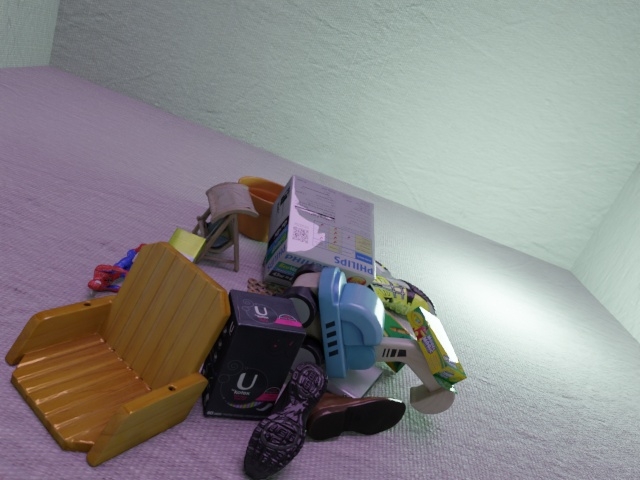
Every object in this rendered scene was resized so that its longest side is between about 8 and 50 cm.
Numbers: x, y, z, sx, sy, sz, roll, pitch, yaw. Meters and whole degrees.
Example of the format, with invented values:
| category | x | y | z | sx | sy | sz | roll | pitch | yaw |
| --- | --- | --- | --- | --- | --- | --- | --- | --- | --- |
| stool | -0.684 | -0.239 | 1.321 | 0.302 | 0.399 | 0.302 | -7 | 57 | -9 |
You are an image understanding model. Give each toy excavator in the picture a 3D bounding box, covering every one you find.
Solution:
| category | x | y | z | sx | sy | sz | roll | pitch | yaw |
| --- | --- | --- | --- | --- | --- | --- | --- | --- | --- |
| toy excavator | 0.135 | 0.279 | 1.367 | 0.446 | 0.432 | 0.222 | -3 | 17 | 13 |

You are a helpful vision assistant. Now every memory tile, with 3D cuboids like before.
| category | x | y | z | sx | sy | sz | roll | pitch | yaw |
| --- | --- | --- | --- | --- | --- | --- | --- | --- | --- |
| memory tile | -0.187 | 0.178 | 1.742 | 0.148 | 0.012 | 0.113 | 18 | 22 | -13 |

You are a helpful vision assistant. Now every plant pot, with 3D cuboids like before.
| category | x | y | z | sx | sy | sz | roll | pitch | yaw |
| --- | --- | --- | --- | --- | --- | --- | --- | --- | --- |
| plant pot | -0.244 | -0.126 | 2.149 | 0.291 | 0.203 | 0.291 | 19 | 22 | -8 |

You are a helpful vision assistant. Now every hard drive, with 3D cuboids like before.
| category | x | y | z | sx | sy | sz | roll | pitch | yaw |
| --- | --- | --- | --- | --- | --- | --- | --- | --- | --- |
| hard drive | 0.016 | 0.356 | 1.478 | 0.308 | 0.040 | 0.203 | 30 | 22 | 19 |

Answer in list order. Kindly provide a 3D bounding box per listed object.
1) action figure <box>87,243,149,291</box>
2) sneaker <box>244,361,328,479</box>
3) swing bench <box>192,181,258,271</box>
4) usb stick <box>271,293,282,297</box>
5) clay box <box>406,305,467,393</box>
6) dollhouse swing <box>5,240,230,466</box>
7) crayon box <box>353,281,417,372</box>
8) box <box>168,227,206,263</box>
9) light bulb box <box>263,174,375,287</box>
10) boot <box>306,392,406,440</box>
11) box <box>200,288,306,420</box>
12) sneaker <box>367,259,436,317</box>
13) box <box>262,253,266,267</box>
| category | x | y | z | sx | sy | sz | roll | pitch | yaw |
| --- | --- | --- | --- | --- | --- | --- | --- | --- | --- |
| action figure | -0.558 | 0.094 | 1.458 | 0.139 | 0.091 | 0.280 | 17 | 20 | 11 |
| sneaker | -0.078 | 0.418 | 1.128 | 0.109 | 0.130 | 0.286 | 34 | 49 | 7 |
| swing bench | -0.358 | -0.067 | 1.821 | 0.165 | 0.254 | 0.253 | 13 | 23 | -23 |
| usb stick | -0.039 | 0.248 | 1.674 | 0.278 | 0.045 | 0.077 | 20 | 23 | -7 |
| clay box | 0.320 | 0.298 | 1.342 | 0.127 | 0.053 | 0.222 | 34 | 26 | -43 |
| dollhouse swing | -0.424 | 0.199 | 1.055 | 0.347 | 0.304 | 0.315 | 35 | 24 | 26 |
| crayon box | 0.177 | 0.278 | 1.579 | 0.081 | 0.165 | 0.278 | -40 | 68 | -18 |
| box | -0.467 | 0.051 | 1.634 | 0.109 | 0.042 | 0.178 | 22 | 55 | 1 |
| light bulb box | 0.000 | 0.000 | 1.857 | 0.358 | 0.225 | 0.361 | 18 | 51 | -19 |
| boot | 0.085 | 0.434 | 1.286 | 0.305 | 0.112 | 0.115 | 7 | 15 | -30 |
| box | -0.168 | 0.274 | 1.171 | 0.165 | 0.270 | 0.143 | 12 | 23 | -24 |
| sneaker | 0.279 | 0.227 | 1.975 | 0.385 | 0.145 | 0.147 | 32 | 53 | 16 |
| box | -0.140 | 0.090 | 1.942 | 0.169 | 0.054 | 0.059 | 4 | 28 | -41 |
